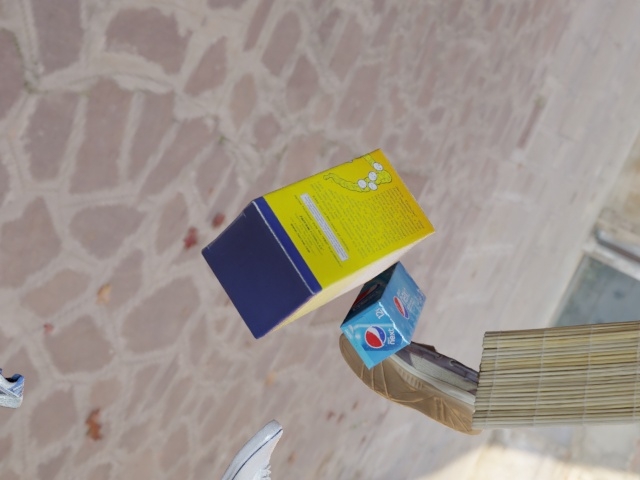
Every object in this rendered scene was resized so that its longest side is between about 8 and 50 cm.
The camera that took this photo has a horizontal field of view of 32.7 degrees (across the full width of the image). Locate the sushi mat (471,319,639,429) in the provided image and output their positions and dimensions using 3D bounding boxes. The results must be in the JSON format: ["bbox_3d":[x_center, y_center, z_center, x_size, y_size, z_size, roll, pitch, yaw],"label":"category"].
[{"bbox_3d":[0.352,0.176,1.441,0.019,0.316,0.151,46,45,-46],"label":"sushi mat"}]

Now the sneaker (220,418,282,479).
[{"bbox_3d":[-0.130,0.450,2.048,0.258,0.091,0.094,-57,167,21],"label":"sneaker"}]

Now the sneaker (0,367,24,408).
[{"bbox_3d":[-0.518,0.216,1.675,0.135,0.052,0.058,16,96,-40],"label":"sneaker"}]

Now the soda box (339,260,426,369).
[{"bbox_3d":[0.089,0.097,1.488,0.067,0.071,0.210,-34,-175,17],"label":"soda box"}]

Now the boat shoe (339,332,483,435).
[{"bbox_3d":[0.159,0.211,1.744,0.092,0.285,0.103,-39,139,-35],"label":"boat shoe"}]

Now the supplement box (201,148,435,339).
[{"bbox_3d":[0.000,0.000,1.970,0.356,0.195,0.194,-25,169,-45],"label":"supplement box"}]
